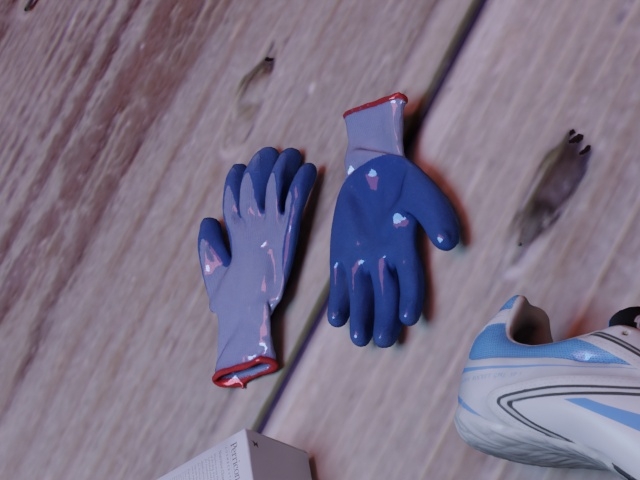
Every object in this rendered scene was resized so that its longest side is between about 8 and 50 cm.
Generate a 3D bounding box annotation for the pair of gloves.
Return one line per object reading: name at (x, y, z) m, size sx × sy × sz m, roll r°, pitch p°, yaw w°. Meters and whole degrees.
pair of gloves at (0.000, 0.000, 0.841) m, size 0.198 × 0.023 × 0.159 m, roll -19°, pitch 60°, yaw 36°

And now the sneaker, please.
sneaker at (0.158, 0.075, 0.613) m, size 0.237 × 0.085 × 0.086 m, roll 12°, pitch 83°, yaw 44°

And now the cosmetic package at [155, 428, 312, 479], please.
cosmetic package at (-0.038, 0.228, 0.732) m, size 0.099 × 0.060 × 0.239 m, roll -33°, pitch 51°, yaw 29°
